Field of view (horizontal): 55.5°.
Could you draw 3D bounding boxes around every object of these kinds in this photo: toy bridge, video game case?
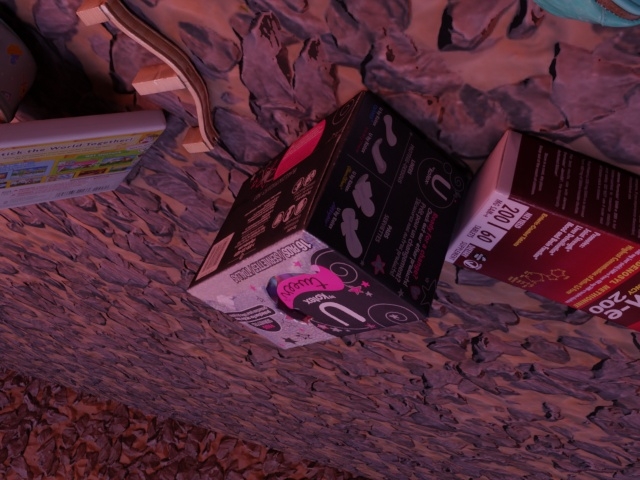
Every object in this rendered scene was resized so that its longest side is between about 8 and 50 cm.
[{"bbox_3d":[-0.149,-0.157,0.581,0.063,0.026,0.188,0,145,28],"label":"toy bridge"},{"bbox_3d":[-0.307,-0.081,0.662,0.226,0.026,0.206,-15,174,-36],"label":"video game case"}]

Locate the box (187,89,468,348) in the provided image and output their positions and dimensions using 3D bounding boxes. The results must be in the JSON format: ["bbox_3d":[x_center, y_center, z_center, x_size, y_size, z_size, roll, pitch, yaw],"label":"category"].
[{"bbox_3d":[0.000,0.000,0.607,0.142,0.163,0.247,34,149,-20],"label":"box"}]

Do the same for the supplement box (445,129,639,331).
[{"bbox_3d":[0.247,0.004,0.548,0.239,0.073,0.130,20,151,0],"label":"supplement box"}]

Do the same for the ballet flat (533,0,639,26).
[{"bbox_3d":[0.082,-0.194,0.307,0.247,0.083,0.087,32,-175,-24],"label":"ballet flat"}]

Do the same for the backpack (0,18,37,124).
[{"bbox_3d":[-0.389,-0.164,0.608,0.188,0.145,0.166,-17,136,35],"label":"backpack"}]
